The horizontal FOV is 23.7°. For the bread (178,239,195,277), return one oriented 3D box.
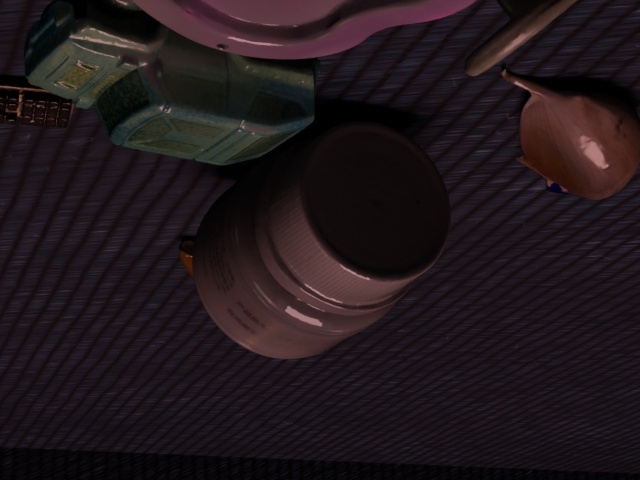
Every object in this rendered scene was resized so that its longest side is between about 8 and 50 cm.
[{"bbox_3d":[-0.155,0.030,2.252,0.154,0.054,0.136,-22,149,40],"label":"bread"}]

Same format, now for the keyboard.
[{"bbox_3d":[-0.436,-0.162,1.709,0.317,0.027,0.106,3,161,-12],"label":"keyboard"}]

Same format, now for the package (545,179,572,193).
[{"bbox_3d":[0.329,-0.089,1.971,0.077,0.033,0.110,19,149,10],"label":"package"}]

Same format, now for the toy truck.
[{"bbox_3d":[-0.144,-0.174,1.497,0.279,0.156,0.155,9,158,-32],"label":"toy truck"}]

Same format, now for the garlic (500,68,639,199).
[{"bbox_3d":[0.301,-0.130,1.780,0.148,0.128,0.266,-16,149,6],"label":"garlic"}]

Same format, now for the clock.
[{"bbox_3d":[-0.020,-0.259,1.282,0.339,0.102,0.338,5,162,2],"label":"clock"}]

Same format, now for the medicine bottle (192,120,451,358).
[{"bbox_3d":[0.000,0.000,1.874,0.245,0.245,0.306,8,160,-25],"label":"medicine bottle"}]

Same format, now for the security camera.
[{"bbox_3d":[0.218,-0.247,1.308,0.301,0.080,0.157,-39,-176,46],"label":"security camera"}]
